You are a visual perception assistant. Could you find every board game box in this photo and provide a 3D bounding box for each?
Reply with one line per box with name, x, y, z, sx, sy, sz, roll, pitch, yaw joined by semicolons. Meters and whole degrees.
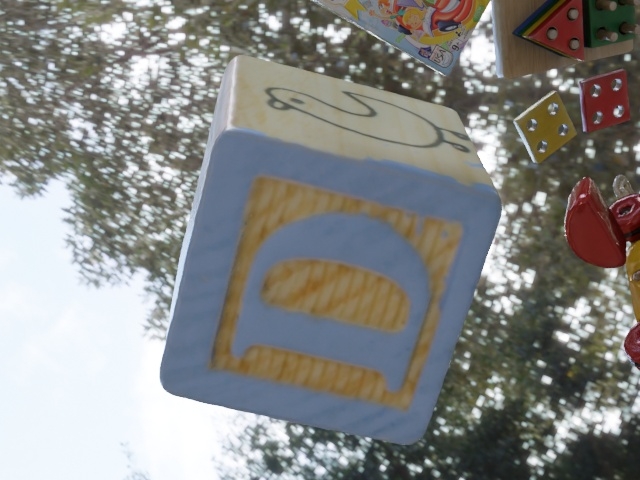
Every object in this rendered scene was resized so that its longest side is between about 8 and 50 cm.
board game box;0.074;-0.198;0.706;0.103;0.026;0.154;28;-83;-5

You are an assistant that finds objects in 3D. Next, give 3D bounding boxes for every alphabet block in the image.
alphabet block;0.000;0.000;0.784;0.192;0.197;0.194;14;-68;-9

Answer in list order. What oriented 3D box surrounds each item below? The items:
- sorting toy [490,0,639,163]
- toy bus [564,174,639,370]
sorting toy;0.208;-0.198;0.903;0.132;0.046;0.275;-14;-69;-19
toy bus;0.210;0.029;0.532;0.191;0.104;0.202;8;-122;-61
